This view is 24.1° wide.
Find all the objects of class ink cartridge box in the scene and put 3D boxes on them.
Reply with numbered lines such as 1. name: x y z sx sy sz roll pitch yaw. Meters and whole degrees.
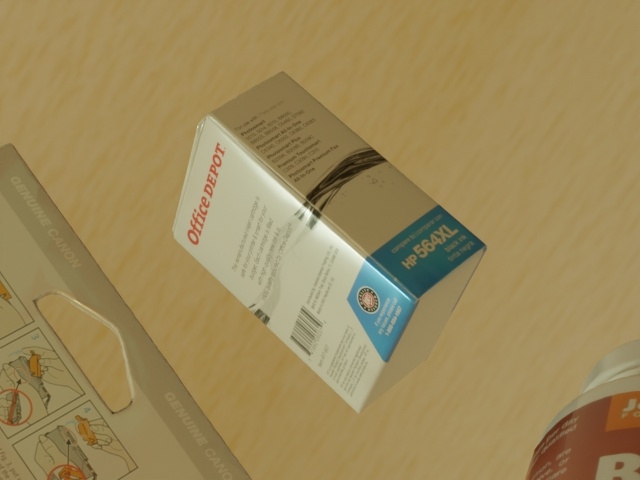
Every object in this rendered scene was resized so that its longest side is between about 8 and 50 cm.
1. ink cartridge box: 0.000 0.000 1.079 0.203 0.086 0.148 43 143 17
2. ink cartridge box: -0.216 0.115 0.880 0.261 0.066 0.296 -28 -104 -37

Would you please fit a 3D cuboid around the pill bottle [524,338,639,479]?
1. pill bottle: 0.137 0.131 0.611 0.121 0.121 0.216 34 -148 -2
